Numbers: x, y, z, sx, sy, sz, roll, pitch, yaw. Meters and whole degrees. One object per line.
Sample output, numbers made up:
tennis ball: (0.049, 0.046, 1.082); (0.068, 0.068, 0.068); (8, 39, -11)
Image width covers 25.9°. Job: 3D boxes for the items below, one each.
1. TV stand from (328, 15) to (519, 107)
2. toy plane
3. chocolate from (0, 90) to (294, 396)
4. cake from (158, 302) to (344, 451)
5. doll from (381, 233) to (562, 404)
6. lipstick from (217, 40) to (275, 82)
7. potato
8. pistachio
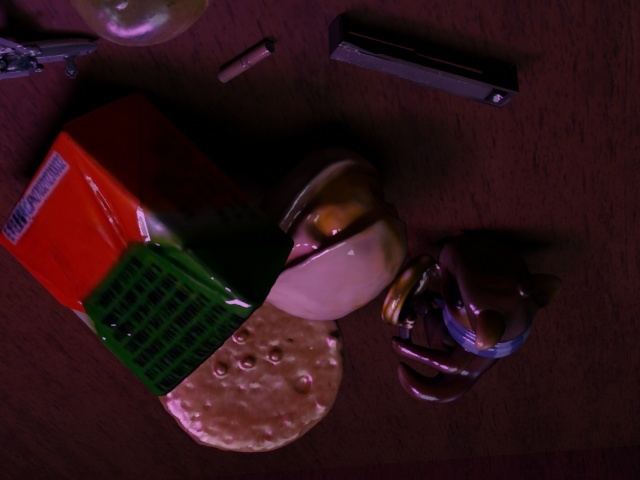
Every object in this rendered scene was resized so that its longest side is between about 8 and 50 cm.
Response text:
TV stand: (0.130, -0.224, 1.745); (0.256, 0.049, 0.040); (12, 150, -24)
toy plane: (-0.388, -0.226, 1.711); (0.226, 0.058, 0.226); (3, 170, -7)
chocolate: (-0.238, 0.005, 1.912); (0.341, 0.161, 0.360); (45, 144, -2)
cake: (-0.125, 0.163, 2.330); (0.332, 0.332, 0.321); (2, -169, -6)
doll: (0.240, 0.118, 2.321); (0.317, 0.209, 0.340); (-28, 164, -20)
lipstick: (-0.095, -0.226, 1.765); (0.019, 0.019, 0.094); (21, 146, -38)
potato: (-0.193, -0.277, 1.554); (0.202, 0.117, 0.182); (-3, 151, 6)
pistachio: (0.000, 0.000, 1.993); (0.229, 0.230, 0.309); (7, 156, -17)
